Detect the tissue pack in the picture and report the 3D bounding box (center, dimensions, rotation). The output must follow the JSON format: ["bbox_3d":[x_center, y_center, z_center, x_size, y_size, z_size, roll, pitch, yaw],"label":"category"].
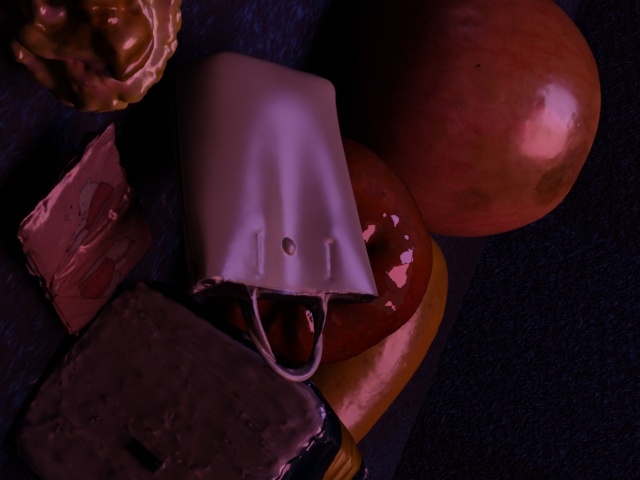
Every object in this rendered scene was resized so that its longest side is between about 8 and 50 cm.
[{"bbox_3d":[-0.121,0.250,1.267,0.253,0.264,0.416,-51,160,-12],"label":"tissue pack"}]

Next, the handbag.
[{"bbox_3d":[-0.039,-0.023,1.093,0.241,0.316,0.109,7,151,-44],"label":"handbag"}]

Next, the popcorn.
[{"bbox_3d":[-0.169,-0.167,0.845,0.145,0.125,0.126,-54,-178,30],"label":"popcorn"}]

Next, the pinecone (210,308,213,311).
[{"bbox_3d":[-0.088,0.100,1.458,0.102,0.109,0.102,-13,90,-77],"label":"pinecone"}]

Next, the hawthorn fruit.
[{"bbox_3d":[0.000,0.000,1.357,0.298,0.276,0.277,-49,158,-67],"label":"hawthorn fruit"}]

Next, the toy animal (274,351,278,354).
[{"bbox_3d":[-0.024,0.026,1.583,0.195,0.090,0.324,-17,128,-50],"label":"toy animal"}]

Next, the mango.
[{"bbox_3d":[0.041,0.168,1.705,0.445,0.220,0.301,-64,-168,-26],"label":"mango"}]

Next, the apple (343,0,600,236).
[{"bbox_3d":[0.198,-0.184,1.494,0.364,0.363,0.364,-55,160,-32],"label":"apple"}]

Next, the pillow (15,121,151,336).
[{"bbox_3d":[-0.219,-0.005,1.033,0.135,0.049,0.248,-58,165,-22],"label":"pillow"}]
